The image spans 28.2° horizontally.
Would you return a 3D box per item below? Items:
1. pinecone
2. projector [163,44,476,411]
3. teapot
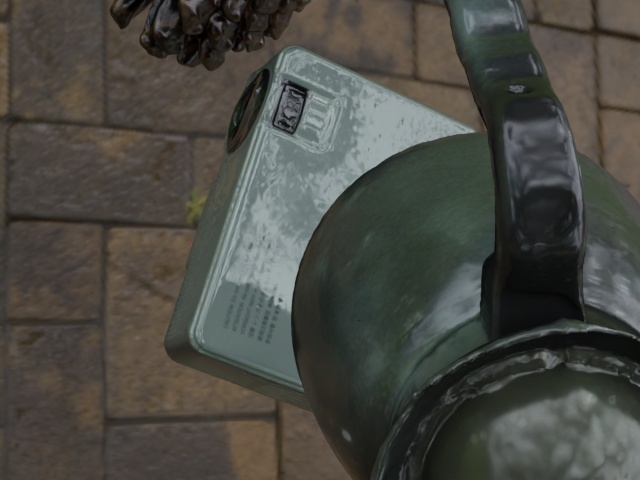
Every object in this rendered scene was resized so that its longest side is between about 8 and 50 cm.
[{"bbox_3d":[-0.090,-0.255,1.075,0.229,0.201,0.202,-55,131,-22],"label":"pinecone"},{"bbox_3d":[0.000,0.000,1.005,0.192,0.099,0.256,23,71,-20],"label":"projector"},{"bbox_3d":[0.115,0.052,0.632,0.223,0.285,0.305,19,110,-12],"label":"teapot"}]
